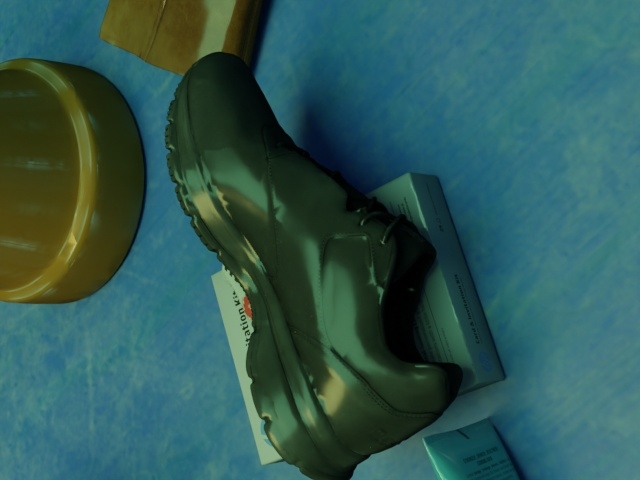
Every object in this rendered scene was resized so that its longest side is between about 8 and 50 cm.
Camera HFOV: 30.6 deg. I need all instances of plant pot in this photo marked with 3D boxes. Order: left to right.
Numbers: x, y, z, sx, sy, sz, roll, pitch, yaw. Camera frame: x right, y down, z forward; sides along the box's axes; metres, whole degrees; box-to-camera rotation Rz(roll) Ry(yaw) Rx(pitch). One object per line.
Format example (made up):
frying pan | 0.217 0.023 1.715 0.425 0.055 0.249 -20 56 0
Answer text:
plant pot | -0.278 -0.051 0.927 0.205 0.188 0.205 -1 88 37

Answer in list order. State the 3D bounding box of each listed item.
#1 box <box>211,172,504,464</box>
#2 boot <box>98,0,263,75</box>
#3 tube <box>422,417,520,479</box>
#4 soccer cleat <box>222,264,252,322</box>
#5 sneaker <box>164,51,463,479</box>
box | 0.018 0.056 0.794 0.186 0.038 0.145 -27 72 35
boot | -0.113 -0.283 0.896 0.264 0.096 0.280 30 114 26
tube | 0.122 0.207 0.690 0.052 0.080 0.207 -28 75 28
soccer cleat | -0.051 0.028 0.808 0.035 0.029 0.083 -36 62 40
sneaker | 0.000 0.000 0.736 0.130 0.109 0.286 -29 77 23
